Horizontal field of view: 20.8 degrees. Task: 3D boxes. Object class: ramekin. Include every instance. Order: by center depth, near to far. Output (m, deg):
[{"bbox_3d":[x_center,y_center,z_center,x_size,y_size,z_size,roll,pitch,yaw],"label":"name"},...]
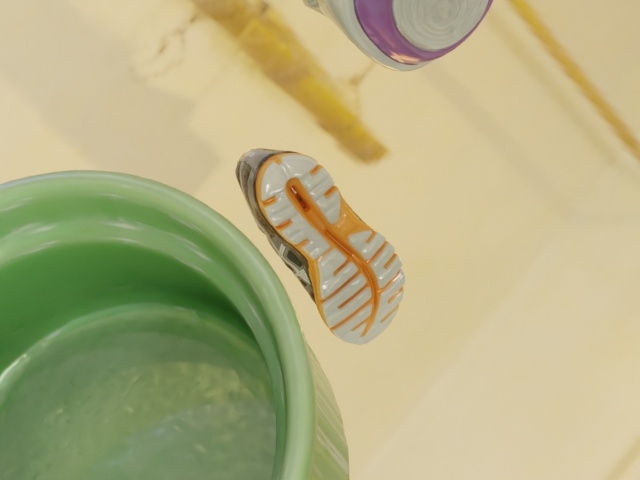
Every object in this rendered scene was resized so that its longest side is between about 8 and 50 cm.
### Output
[{"bbox_3d":[-0.129,0.126,0.985,0.303,0.303,0.148,39,-5,26],"label":"ramekin"}]

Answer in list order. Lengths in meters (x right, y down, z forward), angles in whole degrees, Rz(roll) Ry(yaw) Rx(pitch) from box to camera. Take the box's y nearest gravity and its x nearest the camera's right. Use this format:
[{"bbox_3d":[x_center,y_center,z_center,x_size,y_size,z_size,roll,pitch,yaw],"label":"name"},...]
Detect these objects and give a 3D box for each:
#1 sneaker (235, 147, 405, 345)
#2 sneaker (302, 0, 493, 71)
[{"bbox_3d":[0.000,0.000,1.468,0.083,0.084,0.215,31,-25,53],"label":"sneaker"},{"bbox_3d":[-0.033,-0.185,0.760,0.152,0.114,0.305,42,-3,36],"label":"sneaker"}]
